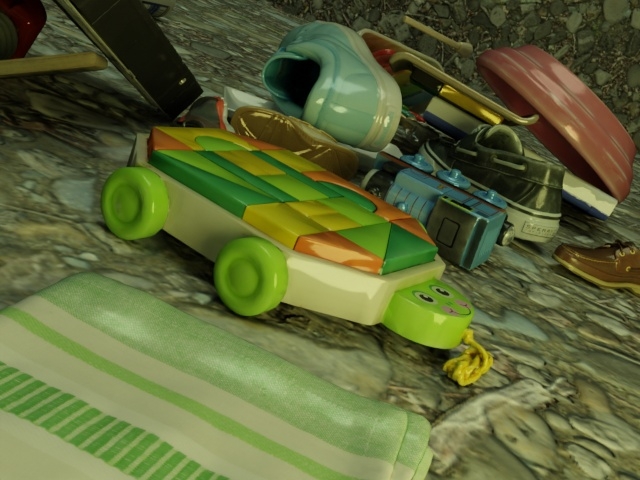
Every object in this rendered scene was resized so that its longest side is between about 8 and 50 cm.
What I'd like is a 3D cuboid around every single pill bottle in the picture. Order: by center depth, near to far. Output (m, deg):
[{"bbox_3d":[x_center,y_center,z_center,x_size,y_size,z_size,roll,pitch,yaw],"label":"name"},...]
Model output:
[{"bbox_3d":[-0.372,-0.500,1.715,0.094,0.094,0.169,30,19,24],"label":"pill bottle"}]

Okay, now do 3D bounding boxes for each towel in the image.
[{"bbox_3d":[-0.086,0.103,0.371,0.247,0.038,0.325,23,18,9],"label":"towel"}]

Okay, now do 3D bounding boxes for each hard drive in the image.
[{"bbox_3d":[-0.260,-0.274,0.919,0.237,0.064,0.339,46,-2,12],"label":"hard drive"},{"bbox_3d":[0.317,-0.133,1.408,0.318,0.040,0.210,31,9,6],"label":"hard drive"}]

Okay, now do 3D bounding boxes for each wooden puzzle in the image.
[{"bbox_3d":[0.218,-0.229,1.371,0.238,0.044,0.221,26,9,3],"label":"wooden puzzle"}]

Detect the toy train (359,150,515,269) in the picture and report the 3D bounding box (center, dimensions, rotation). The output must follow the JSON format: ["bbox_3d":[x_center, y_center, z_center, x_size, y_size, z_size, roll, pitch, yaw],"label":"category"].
[{"bbox_3d":[0.126,-0.039,0.967,0.184,0.080,0.105,30,25,24],"label":"toy train"}]

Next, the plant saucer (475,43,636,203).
[{"bbox_3d":[0.397,-0.204,1.416,0.332,0.084,0.332,45,9,-9],"label":"plant saucer"}]

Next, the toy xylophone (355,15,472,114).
[{"bbox_3d":[0.136,-0.323,1.624,0.322,0.081,0.236,7,-16,-39],"label":"toy xylophone"}]

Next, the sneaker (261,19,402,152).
[{"bbox_3d":[-0.017,-0.243,1.206,0.150,0.135,0.366,15,18,-27],"label":"sneaker"}]

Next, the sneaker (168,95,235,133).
[{"bbox_3d":[-0.138,-0.127,0.955,0.064,0.061,0.158,7,21,-21],"label":"sneaker"}]

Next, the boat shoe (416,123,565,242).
[{"bbox_3d":[0.244,-0.103,1.210,0.121,0.119,0.335,11,16,-26],"label":"boat shoe"}]

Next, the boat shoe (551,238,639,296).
[{"bbox_3d":[0.368,0.026,1.077,0.178,0.060,0.064,14,19,-21],"label":"boat shoe"}]

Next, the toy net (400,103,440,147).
[{"bbox_3d":[0.154,-0.208,1.559,0.122,0.045,0.232,21,17,-34],"label":"toy net"}]

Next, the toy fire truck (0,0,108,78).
[{"bbox_3d":[-0.338,-0.215,0.886,0.246,0.158,0.217,41,23,-3],"label":"toy fire truck"}]

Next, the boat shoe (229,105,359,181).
[{"bbox_3d":[-0.036,-0.117,1.043,0.170,0.063,0.059,24,13,-25],"label":"boat shoe"}]

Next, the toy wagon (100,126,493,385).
[{"bbox_3d":[0.000,0.000,0.719,0.344,0.068,0.267,30,20,25],"label":"toy wagon"}]

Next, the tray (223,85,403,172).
[{"bbox_3d":[-0.010,-0.144,1.195,0.270,0.030,0.145,18,17,-11],"label":"tray"}]
